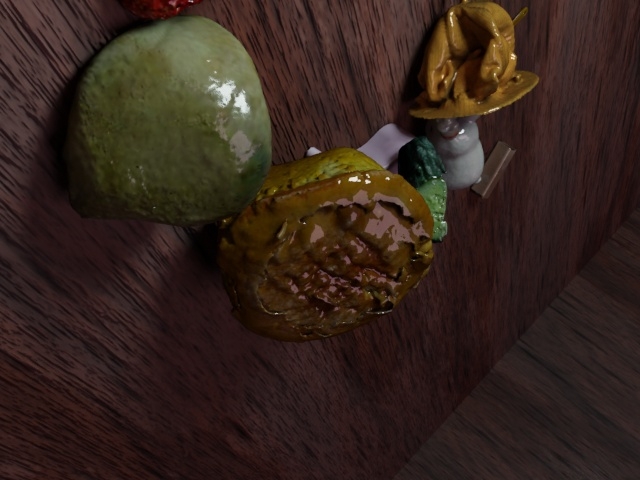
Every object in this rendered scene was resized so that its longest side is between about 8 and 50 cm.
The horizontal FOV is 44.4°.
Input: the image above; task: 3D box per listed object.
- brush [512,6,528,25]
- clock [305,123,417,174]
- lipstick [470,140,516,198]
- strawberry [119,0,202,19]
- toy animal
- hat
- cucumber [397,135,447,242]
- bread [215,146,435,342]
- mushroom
[{"bbox_3d":[0.384,-0.436,1.658,0.170,0.014,0.043,-46,149,-12],"label":"brush"},{"bbox_3d":[0.070,-0.118,1.504,0.275,0.080,0.290,-54,152,4],"label":"clock"},{"bbox_3d":[0.437,-0.178,1.989,0.045,0.045,0.145,-2,125,-52],"label":"lipstick"},{"bbox_3d":[-0.132,-0.346,0.929,0.236,0.111,0.190,-49,153,-3],"label":"strawberry"},{"bbox_3d":[0.264,-0.215,1.611,0.140,0.138,0.282,-47,149,-13],"label":"toy animal"},{"bbox_3d":[0.261,-0.373,1.449,0.233,0.244,0.233,-57,137,-54],"label":"hat"},{"bbox_3d":[0.178,-0.100,1.418,0.086,0.193,0.115,-1,135,-2],"label":"cucumber"},{"bbox_3d":[0.003,0.000,1.316,0.358,0.204,0.336,-14,135,-6],"label":"bread"},{"bbox_3d":[-0.199,-0.115,1.020,0.217,0.212,0.292,-29,152,-48],"label":"mushroom"}]
